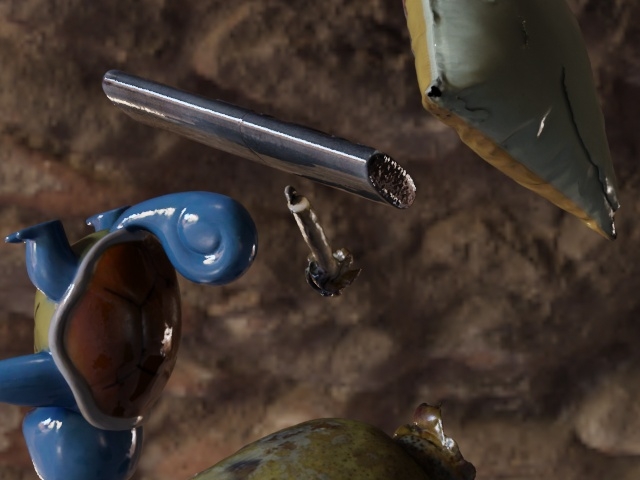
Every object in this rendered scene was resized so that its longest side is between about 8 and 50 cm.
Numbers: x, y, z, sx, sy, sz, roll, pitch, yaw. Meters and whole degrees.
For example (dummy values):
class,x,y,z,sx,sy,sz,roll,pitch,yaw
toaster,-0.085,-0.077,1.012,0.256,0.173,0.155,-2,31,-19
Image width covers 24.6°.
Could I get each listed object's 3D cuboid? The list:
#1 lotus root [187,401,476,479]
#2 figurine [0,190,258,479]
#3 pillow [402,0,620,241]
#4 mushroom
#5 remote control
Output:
class,x,y,z,sx,sy,sz,roll,pitch,yaw
lotus root,0.004,0.190,0.929,0.278,0.154,0.154,-24,-9,-32
figurine,-0.249,0.089,1.716,0.243,0.416,0.298,32,17,7
pillow,0.184,-0.185,1.467,0.119,0.310,0.312,-32,-42,30
mushroom,0.000,0.000,1.698,0.061,0.060,0.187,-37,-36,-13
remote control,-0.072,-0.111,1.558,0.377,0.044,0.107,20,-7,35
